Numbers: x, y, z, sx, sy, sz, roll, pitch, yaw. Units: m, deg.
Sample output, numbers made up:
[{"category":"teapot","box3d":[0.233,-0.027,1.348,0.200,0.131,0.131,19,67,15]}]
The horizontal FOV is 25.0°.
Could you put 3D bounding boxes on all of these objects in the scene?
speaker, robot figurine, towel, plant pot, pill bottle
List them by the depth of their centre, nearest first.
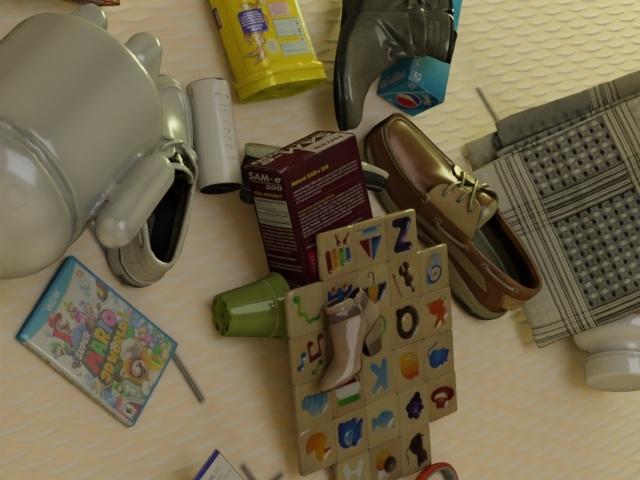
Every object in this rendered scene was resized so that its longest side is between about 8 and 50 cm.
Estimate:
[{"category":"robot figurine","box3d":[-0.300,-0.099,1.505,0.300,0.199,0.353,26,51,13]},{"category":"plant pot","box3d":[-0.085,0.084,1.718,0.079,0.083,0.083,-9,81,-29]},{"category":"speaker","box3d":[-0.129,-0.126,1.759,0.055,0.055,0.136,1,74,-40]},{"category":"towel","box3d":[0.385,-0.052,2.019,0.324,0.312,0.056,69,15,7]},{"category":"pill bottle","box3d":[0.434,0.090,2.111,0.136,0.136,0.245,18,64,-35]}]

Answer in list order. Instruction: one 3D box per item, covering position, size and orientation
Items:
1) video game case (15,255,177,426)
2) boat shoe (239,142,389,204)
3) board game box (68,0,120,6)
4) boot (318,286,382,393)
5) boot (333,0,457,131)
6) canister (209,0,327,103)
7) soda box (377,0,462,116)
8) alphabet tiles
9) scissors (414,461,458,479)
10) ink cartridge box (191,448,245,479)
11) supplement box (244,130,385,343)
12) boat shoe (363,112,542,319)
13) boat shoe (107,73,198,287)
[{"category":"video game case","box3d":[-0.245,0.112,1.605,0.166,0.015,0.119,42,53,-21]},{"category":"boat shoe","box3d":[-0.009,-0.075,1.841,0.233,0.084,0.079,3,97,-44]},{"category":"board game box","box3d":[-0.309,-0.353,1.644,0.193,0.045,0.146,3,91,-49]},{"category":"boot","box3d":[0.026,0.114,1.707,0.118,0.042,0.087,-39,115,-36]},{"category":"boot","box3d":[0.102,-0.255,1.930,0.161,0.083,0.246,6,65,2]},{"category":"canister","box3d":[-0.073,-0.270,1.846,0.126,0.073,0.169,-14,83,-43]},{"category":"soda box","box3d":[0.144,-0.285,2.039,0.071,0.067,0.210,30,58,-30]},{"category":"alphabet tiles","box3d":[0.069,0.142,1.786,0.285,0.011,0.342,-16,107,-43]},{"category":"scissors","box3d":[0.100,0.359,1.776,0.297,0.021,0.109,-17,92,-54]},{"category":"ink cartridge box","box3d":[-0.060,0.426,1.621,0.371,0.069,0.175,52,50,-17]},{"category":"supplement box","box3d":[0.000,0.000,1.756,0.130,0.073,0.239,-28,116,-37]},{"category":"boat shoe","box3d":[0.191,-0.040,1.959,0.324,0.120,0.122,52,49,-15]},{"category":"boat shoe","box3d":[-0.184,-0.079,1.673,0.096,0.088,0.267,27,60,-31]}]
